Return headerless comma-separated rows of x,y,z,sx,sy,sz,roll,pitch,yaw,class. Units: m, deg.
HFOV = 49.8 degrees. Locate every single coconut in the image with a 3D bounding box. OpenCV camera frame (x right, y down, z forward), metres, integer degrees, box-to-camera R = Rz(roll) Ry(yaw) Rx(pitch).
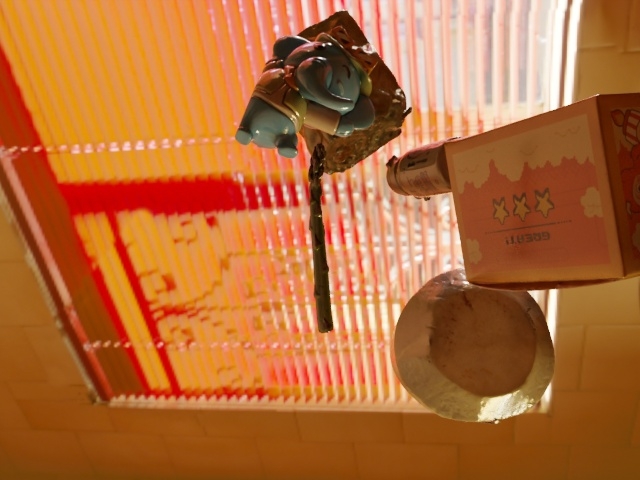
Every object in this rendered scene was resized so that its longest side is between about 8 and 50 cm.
0.280,0.203,1.313,0.323,0.322,0.323,-2,-90,-78,coconut

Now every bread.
0.030,-0.279,1.301,0.252,0.195,0.238,64,162,11,bread

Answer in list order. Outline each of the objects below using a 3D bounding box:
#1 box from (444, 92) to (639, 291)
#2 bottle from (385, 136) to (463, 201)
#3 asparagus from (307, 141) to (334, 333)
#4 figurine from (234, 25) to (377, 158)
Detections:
0.357,-0.060,0.882,0.259,0.283,0.214,-6,94,61,box
0.204,-0.125,1.283,0.097,0.110,0.209,-49,16,-17,bottle
0.000,0.000,0.874,0.025,0.024,0.249,-13,-73,-34,asparagus
-0.015,-0.220,1.073,0.154,0.179,0.262,80,-148,-50,figurine
